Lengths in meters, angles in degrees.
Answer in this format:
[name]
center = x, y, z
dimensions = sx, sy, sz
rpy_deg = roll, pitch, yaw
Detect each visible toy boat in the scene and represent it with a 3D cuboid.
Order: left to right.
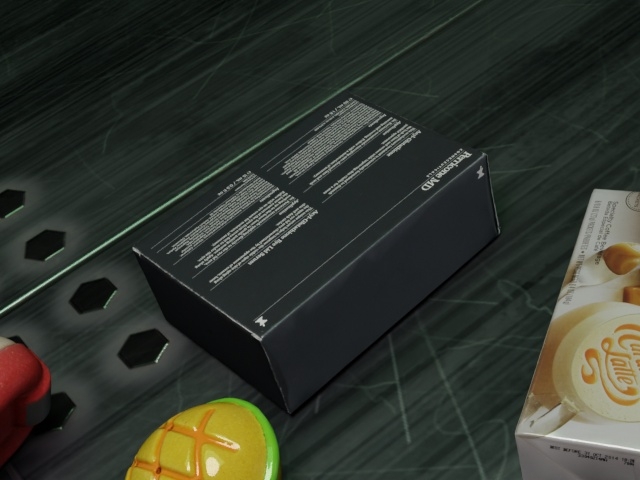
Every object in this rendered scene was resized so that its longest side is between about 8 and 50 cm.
[toy boat]
center = -0.272, 0.198, 0.924
dimensions = 0.151, 0.151, 0.231
rpy_deg = 34, 58, 8

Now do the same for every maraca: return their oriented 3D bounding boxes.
[maraca]
center = -0.102, 0.197, 0.879
dimensions = 0.185, 0.099, 0.127
rpy_deg = -47, 41, 7

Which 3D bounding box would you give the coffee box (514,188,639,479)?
[coffee box]
center = 0.245, 0.082, 0.875
dimensions = 0.141, 0.098, 0.246
rpy_deg = 7, 48, 25

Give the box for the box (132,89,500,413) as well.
[box]
center = 0.000, 0.000, 1.046
dimensions = 0.261, 0.103, 0.184
rpy_deg = -38, 43, -22
